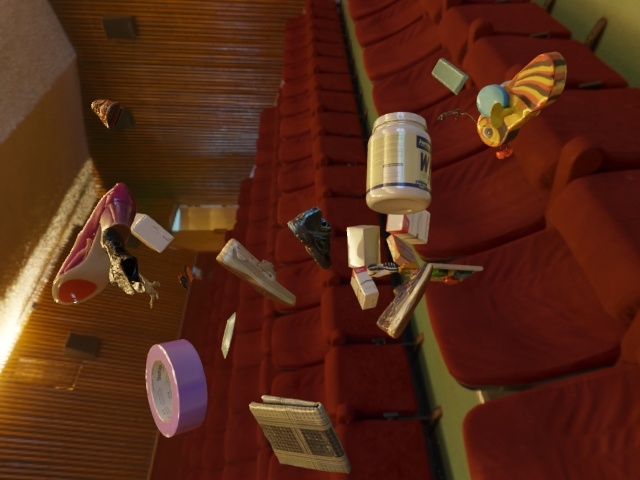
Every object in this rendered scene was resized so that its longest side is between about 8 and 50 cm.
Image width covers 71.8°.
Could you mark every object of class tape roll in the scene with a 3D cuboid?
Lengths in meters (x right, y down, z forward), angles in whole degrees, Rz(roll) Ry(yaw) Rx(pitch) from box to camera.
[{"bbox_3d":[-0.448,0.450,1.362,0.275,0.090,0.275,4,96,51],"label":"tape roll"}]

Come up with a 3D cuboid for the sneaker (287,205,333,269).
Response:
[{"bbox_3d":[0.000,0.000,1.773,0.125,0.139,0.341,48,174,36],"label":"sneaker"}]

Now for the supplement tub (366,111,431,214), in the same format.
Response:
[{"bbox_3d":[0.289,-0.278,1.630,0.235,0.235,0.325,103,171,-77],"label":"supplement tub"}]

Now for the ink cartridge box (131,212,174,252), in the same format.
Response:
[{"bbox_3d":[-0.967,-0.046,2.488,0.117,0.201,0.278,-53,28,-17],"label":"ink cartridge box"}]

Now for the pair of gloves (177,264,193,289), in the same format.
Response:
[{"bbox_3d":[-0.503,0.138,1.658,0.083,0.010,0.074,-75,-26,-55],"label":"pair of gloves"}]

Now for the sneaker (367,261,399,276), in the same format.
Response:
[{"bbox_3d":[0.213,0.102,1.508,0.040,0.109,0.044,-87,-6,-46],"label":"sneaker"}]

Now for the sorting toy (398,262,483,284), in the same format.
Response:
[{"bbox_3d":[0.445,0.134,1.734,0.229,0.307,0.041,120,153,-70],"label":"sorting toy"}]

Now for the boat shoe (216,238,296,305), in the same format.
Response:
[{"bbox_3d":[-0.215,0.123,1.633,0.110,0.341,0.121,-58,18,-20],"label":"boat shoe"}]

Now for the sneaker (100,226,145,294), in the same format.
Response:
[{"bbox_3d":[-0.448,0.043,1.006,0.051,0.089,0.170,-6,-100,-50],"label":"sneaker"}]

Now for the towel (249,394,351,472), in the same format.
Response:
[{"bbox_3d":[-0.072,0.687,1.573,0.056,0.324,0.312,-48,-59,-51],"label":"towel"}]

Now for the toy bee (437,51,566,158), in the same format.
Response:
[{"bbox_3d":[0.428,-0.280,1.004,0.162,0.195,0.298,67,169,0],"label":"toy bee"}]

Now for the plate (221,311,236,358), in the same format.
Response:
[{"bbox_3d":[-0.377,0.383,1.799,0.188,0.024,0.188,-166,90,-77],"label":"plate"}]

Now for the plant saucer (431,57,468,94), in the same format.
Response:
[{"bbox_3d":[0.437,-0.565,1.510,0.067,0.018,0.192,-60,30,30],"label":"plant saucer"}]

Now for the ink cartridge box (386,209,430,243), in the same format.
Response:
[{"bbox_3d":[0.442,-0.095,2.213,0.100,0.237,0.172,-4,71,43],"label":"ink cartridge box"}]

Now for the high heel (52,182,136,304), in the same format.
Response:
[{"bbox_3d":[-0.620,0.018,1.221,0.127,0.377,0.181,30,-153,-41],"label":"high heel"}]

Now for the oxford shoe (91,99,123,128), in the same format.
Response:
[{"bbox_3d":[-0.601,-0.360,1.233,0.076,0.076,0.212,-65,26,3],"label":"oxford shoe"}]

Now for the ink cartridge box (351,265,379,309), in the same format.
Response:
[{"bbox_3d":[0.167,0.180,1.687,0.099,0.056,0.135,93,161,-47],"label":"ink cartridge box"}]

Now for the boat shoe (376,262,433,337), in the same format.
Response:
[{"bbox_3d":[0.286,0.188,1.494,0.285,0.092,0.103,-58,-27,-13],"label":"boat shoe"}]

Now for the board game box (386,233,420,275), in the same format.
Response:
[{"bbox_3d":[0.391,0.070,2.084,0.045,0.147,0.193,-44,26,21],"label":"board game box"}]

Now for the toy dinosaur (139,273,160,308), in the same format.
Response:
[{"bbox_3d":[-0.718,0.191,1.855,0.183,0.053,0.092,62,-175,4],"label":"toy dinosaur"}]

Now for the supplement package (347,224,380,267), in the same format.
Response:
[{"bbox_3d":[0.191,0.027,1.936,0.105,0.105,0.179,8,104,52],"label":"supplement package"}]
